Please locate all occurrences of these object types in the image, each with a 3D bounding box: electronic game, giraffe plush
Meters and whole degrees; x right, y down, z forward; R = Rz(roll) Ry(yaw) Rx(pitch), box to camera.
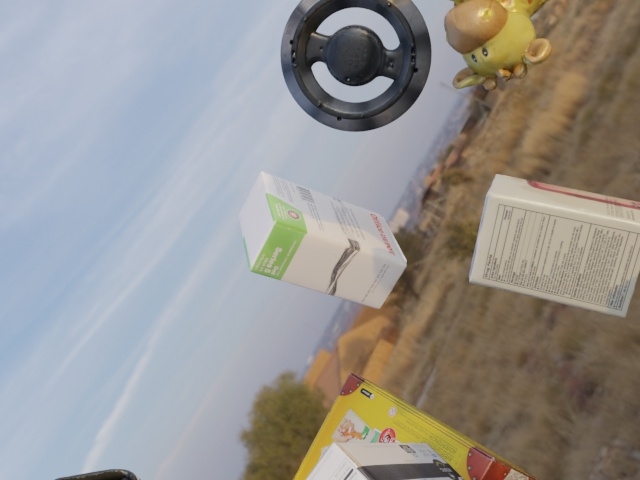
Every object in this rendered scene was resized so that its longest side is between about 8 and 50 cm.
[{"bbox_3d":[0.052,-0.278,1.165,0.229,0.229,0.048,-62,-2,19],"label":"electronic game"},{"bbox_3d":[0.207,-0.275,0.940,0.181,0.210,0.170,127,159,-72],"label":"giraffe plush"}]

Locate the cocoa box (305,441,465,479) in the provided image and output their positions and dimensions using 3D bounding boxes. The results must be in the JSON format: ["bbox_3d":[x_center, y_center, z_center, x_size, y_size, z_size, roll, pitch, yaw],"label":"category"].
[{"bbox_3d":[0.119,0.490,1.262,0.231,0.228,0.347,-56,-35,7],"label":"cocoa box"}]

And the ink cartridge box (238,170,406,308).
[{"bbox_3d":[0.000,0.000,1.447,0.114,0.273,0.198,-61,25,24],"label":"ink cartridge box"}]

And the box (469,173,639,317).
[{"bbox_3d":[0.356,0.003,1.161,0.127,0.233,0.148,-47,-32,-64],"label":"box"}]

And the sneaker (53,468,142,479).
[{"bbox_3d":[-0.472,0.533,1.269,0.448,0.169,0.257,-37,-45,-21],"label":"sneaker"}]

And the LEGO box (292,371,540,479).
[{"bbox_3d":[0.175,0.559,1.675,0.500,0.193,0.372,21,81,56],"label":"LEGO box"}]
